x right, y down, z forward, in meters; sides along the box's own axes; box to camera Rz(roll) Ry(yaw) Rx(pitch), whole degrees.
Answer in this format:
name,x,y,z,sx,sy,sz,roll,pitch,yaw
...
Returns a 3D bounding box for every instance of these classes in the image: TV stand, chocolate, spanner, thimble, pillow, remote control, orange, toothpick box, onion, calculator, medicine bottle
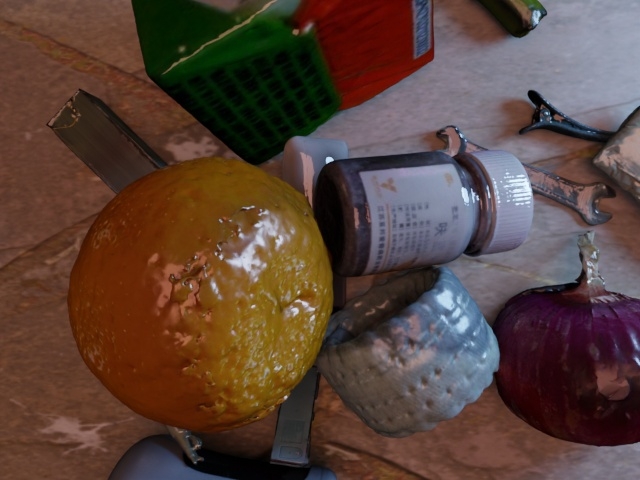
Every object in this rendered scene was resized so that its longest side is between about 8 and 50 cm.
name,x,y,z,sx,sy,sz,roll,pitch,yaw
TV stand,-0.287,-0.108,0.955,0.269,0.088,0.083,45,93,1
chocolate,-0.031,-0.279,0.814,0.342,0.360,0.161,-30,77,5
spanner,0.318,-0.101,0.965,0.302,0.017,0.071,21,96,1
thimble,0.118,0.159,0.876,0.250,0.205,0.171,-30,100,20
pillow,0.532,-0.098,0.913,0.230,0.050,0.148,43,98,3
remote control,0.000,0.000,0.939,0.110,0.055,0.312,0,91,-31
orange,-0.151,0.064,0.787,0.294,0.341,0.340,10,91,34
toothpick box,-0.171,0.424,0.877,0.355,0.263,0.262,12,91,4
onion,0.377,0.173,0.862,0.256,0.230,0.272,-30,96,3
calculator,-0.035,0.259,0.924,0.057,0.171,0.018,8,132,1
medicine bottle,0.141,-0.043,0.867,0.274,0.165,0.164,-6,90,-15

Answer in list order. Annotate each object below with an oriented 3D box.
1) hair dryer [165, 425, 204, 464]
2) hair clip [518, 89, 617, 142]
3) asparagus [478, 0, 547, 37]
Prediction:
name,x,y,z,sx,sy,sz,roll,pitch,yaw
hair dryer,-0.194,0.216,0.912,0.207,0.075,0.237,-29,49,-1
hair clip,0.426,-0.174,0.955,0.230,0.039,0.070,12,91,-2
asparagus,0.236,-0.426,0.947,0.067,0.060,0.277,-41,89,22
